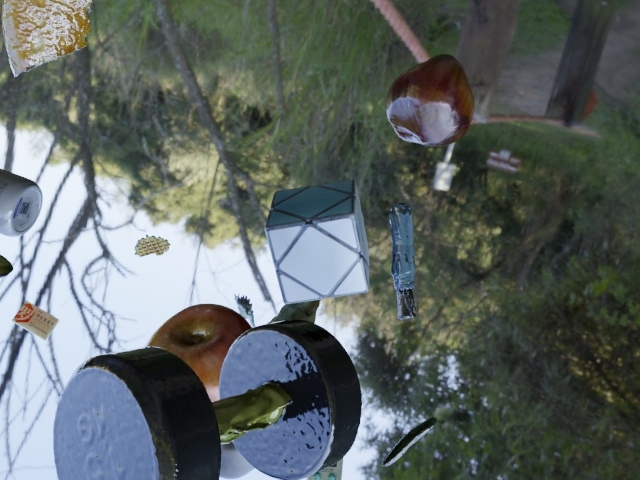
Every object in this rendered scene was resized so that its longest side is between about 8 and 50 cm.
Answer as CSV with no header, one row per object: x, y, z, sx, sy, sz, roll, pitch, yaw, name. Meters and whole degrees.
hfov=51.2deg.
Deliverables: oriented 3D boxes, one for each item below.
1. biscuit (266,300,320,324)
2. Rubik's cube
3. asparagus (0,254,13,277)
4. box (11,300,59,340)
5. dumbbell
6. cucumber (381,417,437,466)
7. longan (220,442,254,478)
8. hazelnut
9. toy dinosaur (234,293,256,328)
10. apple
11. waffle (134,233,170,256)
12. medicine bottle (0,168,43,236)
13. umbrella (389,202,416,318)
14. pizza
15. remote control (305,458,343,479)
-0.087,0.253,1.728,0.078,0.335,0.329,23,156,16,biscuit
0.000,0.000,1.544,0.205,0.207,0.205,-8,-154,7,Rubik's cube
-0.792,0.076,1.380,0.343,0.082,0.085,-11,146,17,asparagus
-0.672,0.189,1.579,0.093,0.058,0.015,30,160,2,box
-0.117,0.210,0.782,0.203,0.204,0.322,23,-164,35,dumbbell
0.230,0.520,1.735,0.036,0.184,0.033,48,177,33,cucumber
-0.193,0.428,1.528,0.196,0.220,0.196,36,164,12,longan
0.222,-0.276,1.317,0.178,0.178,0.204,18,166,13,hazelnut
-0.230,0.201,2.005,0.039,0.082,0.209,-10,150,2,toy dinosaur
-0.213,0.257,1.267,0.242,0.241,0.242,-9,-144,7,apple
-0.416,0.015,1.655,0.085,0.078,0.016,5,-133,-28,waffle
-0.738,-0.100,1.464,0.215,0.135,0.135,20,-169,5,medicine bottle
0.175,0.043,1.434,0.053,0.250,0.052,-4,172,25,umbrella
-0.436,-0.390,1.079,0.134,0.271,0.056,5,-158,-31,pizza
0.006,0.521,1.450,0.078,0.221,0.042,8,165,-9,remote control
